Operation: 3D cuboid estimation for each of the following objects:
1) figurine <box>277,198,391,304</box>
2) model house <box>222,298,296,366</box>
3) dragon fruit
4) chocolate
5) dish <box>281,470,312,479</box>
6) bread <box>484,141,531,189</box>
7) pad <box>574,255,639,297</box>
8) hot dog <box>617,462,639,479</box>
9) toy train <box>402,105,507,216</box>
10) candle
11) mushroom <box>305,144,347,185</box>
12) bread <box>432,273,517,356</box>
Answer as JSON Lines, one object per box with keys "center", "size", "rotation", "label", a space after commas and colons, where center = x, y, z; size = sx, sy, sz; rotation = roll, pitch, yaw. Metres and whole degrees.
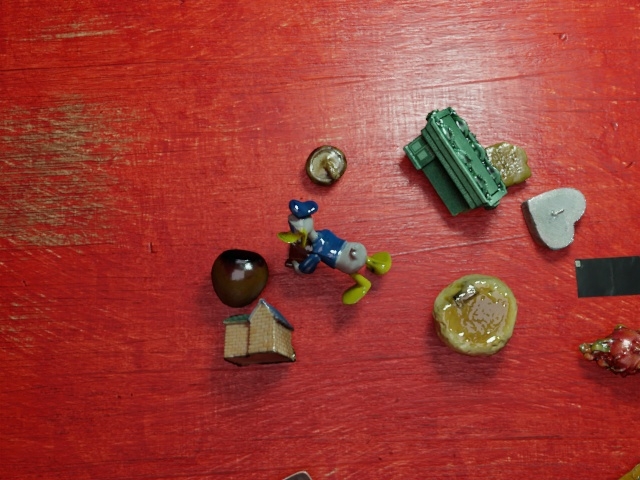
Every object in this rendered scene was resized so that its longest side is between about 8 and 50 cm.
{"center": [0.000, 0.000, 1.824], "size": [0.338, 0.283, 0.205], "rotation": [54, 53, -32], "label": "figurine"}
{"center": [-0.178, 0.263, 1.851], "size": [0.182, 0.166, 0.172], "rotation": [-10, 69, 17], "label": "model house"}
{"center": [0.835, 0.312, 1.799], "size": [0.207, 0.133, 0.150], "rotation": [0, 92, 13], "label": "dragon fruit"}
{"center": [-0.235, 0.113, 1.867], "size": [0.176, 0.177, 0.177], "rotation": [0, 85, 3], "label": "chocolate"}
{"center": [-0.056, 0.772, 1.826], "size": [0.151, 0.077, 0.213], "rotation": [-28, 84, 2], "label": "dish"}
{"center": [0.546, -0.223, 1.893], "size": [0.127, 0.069, 0.140], "rotation": [-22, 85, 0], "label": "bread"}
{"center": [0.845, 0.106, 1.881], "size": [0.193, 0.004, 0.116], "rotation": [-3, 85, 2], "label": "pad"}
{"center": [0.856, 0.723, 1.791], "size": [0.115, 0.072, 0.269], "rotation": [44, 89, 14], "label": "hot dog"}
{"center": [0.385, -0.216, 1.851], "size": [0.138, 0.178, 0.330], "rotation": [-32, 88, -45], "label": "toy train"}
{"center": [0.670, -0.075, 1.873], "size": [0.168, 0.068, 0.192], "rotation": [27, 85, 2], "label": "candle"}
{"center": [0.016, -0.225, 1.910], "size": [0.127, 0.087, 0.127], "rotation": [0, 86, -1], "label": "mushroom"}
{"center": [0.433, 0.213, 1.828], "size": [0.244, 0.134, 0.245], "rotation": [0, 81, 3], "label": "bread"}
